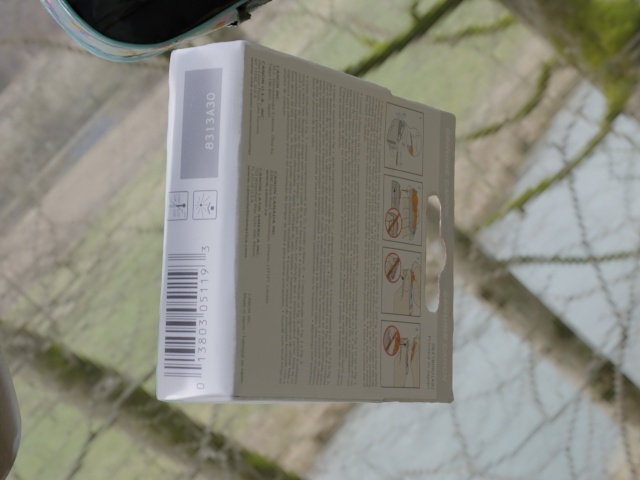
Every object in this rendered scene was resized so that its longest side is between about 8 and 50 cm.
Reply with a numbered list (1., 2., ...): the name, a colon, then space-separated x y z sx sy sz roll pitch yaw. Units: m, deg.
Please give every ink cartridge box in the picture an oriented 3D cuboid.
1. ink cartridge box: 0.000 0.000 0.888 0.056 0.181 0.224 -2 -6 32

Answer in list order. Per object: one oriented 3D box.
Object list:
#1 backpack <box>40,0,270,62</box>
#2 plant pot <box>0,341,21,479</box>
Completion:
1. backpack: -0.100 -0.203 1.007 0.188 0.166 0.144 -34 13 -18
2. plant pot: -0.259 0.063 0.863 0.215 0.215 0.230 -48 -36 -11
